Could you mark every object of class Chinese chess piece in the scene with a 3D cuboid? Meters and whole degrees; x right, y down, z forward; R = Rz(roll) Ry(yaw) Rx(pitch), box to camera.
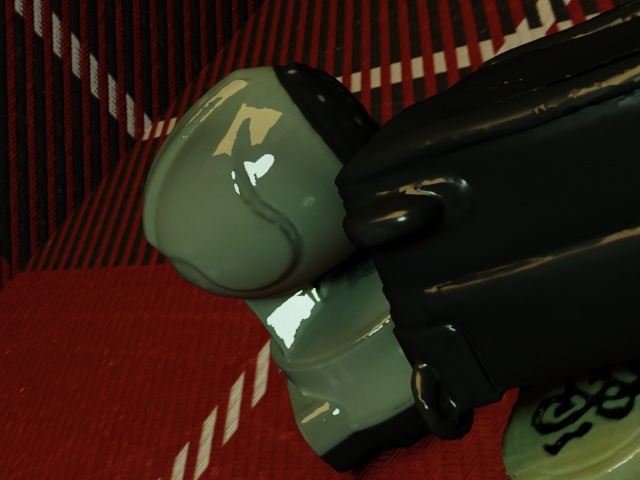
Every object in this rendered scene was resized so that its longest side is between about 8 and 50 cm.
[{"bbox_3d":[0.174,0.109,0.831,0.144,0.058,0.144,-36,22,17],"label":"Chinese chess piece"}]

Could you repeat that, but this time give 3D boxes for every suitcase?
[{"bbox_3d":[0.215,-0.055,0.840,0.345,0.188,0.339,-21,10,34],"label":"suitcase"}]

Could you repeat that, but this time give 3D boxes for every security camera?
[{"bbox_3d":[0.000,0.000,1.037,0.191,0.277,0.197,-38,21,12],"label":"security camera"}]
